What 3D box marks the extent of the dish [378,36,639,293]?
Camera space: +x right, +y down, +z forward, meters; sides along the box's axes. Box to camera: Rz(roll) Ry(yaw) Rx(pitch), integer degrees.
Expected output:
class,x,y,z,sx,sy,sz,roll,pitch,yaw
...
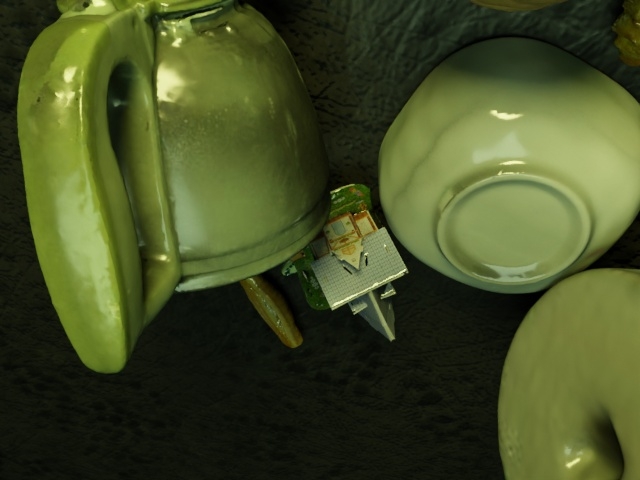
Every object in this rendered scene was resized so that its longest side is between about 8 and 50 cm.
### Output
class,x,y,z,sx,sy,sz,roll,pitch,yaw
dish,0.174,-0.044,0.647,0.256,0.117,0.256,7,133,7

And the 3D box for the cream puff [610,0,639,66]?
class,x,y,z,sx,sy,sz,roll,pitch,yaw
cream puff,0.272,-0.171,0.549,0.083,0.058,0.083,-9,127,22

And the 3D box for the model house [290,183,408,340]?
class,x,y,z,sx,sy,sz,roll,pitch,yaw
model house,0.033,0.038,0.730,0.117,0.088,0.167,-25,136,-1

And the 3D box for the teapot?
class,x,y,z,sx,sy,sz,roll,pitch,yaw
teapot,-0.142,-0.088,0.554,0.239,0.321,0.239,15,128,32

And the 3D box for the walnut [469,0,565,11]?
class,x,y,z,sx,sy,sz,roll,pitch,yaw
walnut,0.120,-0.263,0.398,0.225,0.225,0.261,-20,120,27

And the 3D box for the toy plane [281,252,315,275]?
class,x,y,z,sx,sy,sz,roll,pitch,yaw
toy plane,0.000,0.000,0.772,0.111,0.040,0.102,-37,116,15

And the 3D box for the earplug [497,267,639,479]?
class,x,y,z,sx,sy,sz,roll,pitch,yaw
earplug,0.410,0.187,0.645,0.394,0.313,0.313,3,136,-18

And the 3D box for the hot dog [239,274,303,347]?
class,x,y,z,sx,sy,sz,roll,pitch,yaw
hot dog,-0.057,0.085,0.875,0.044,0.028,0.137,6,136,44
